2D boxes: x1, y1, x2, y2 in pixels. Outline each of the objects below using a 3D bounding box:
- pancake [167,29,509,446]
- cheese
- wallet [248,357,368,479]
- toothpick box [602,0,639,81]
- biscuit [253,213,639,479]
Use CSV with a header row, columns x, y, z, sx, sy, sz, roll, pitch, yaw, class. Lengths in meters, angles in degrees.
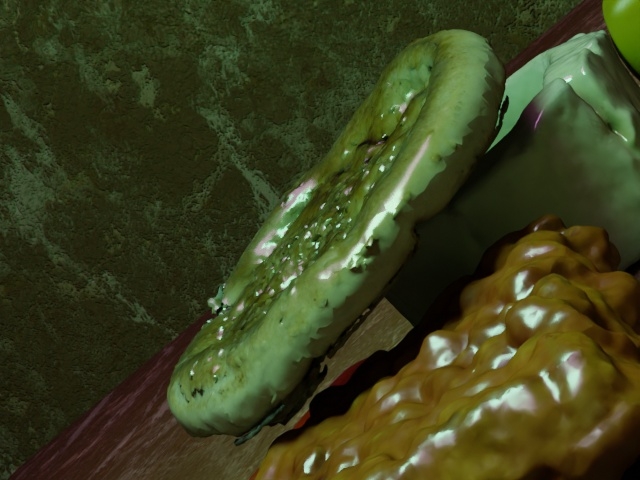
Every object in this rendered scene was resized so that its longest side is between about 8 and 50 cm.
x,y,z,sx,sy,sz,roll,pitch,yaw,class
0.001,0.001,0.993,0.382,0.071,0.382,-50,12,14,pancake
0.172,-0.036,1.093,0.292,0.153,0.332,-40,8,16,cheese
-0.001,0.186,1.133,0.204,0.045,0.142,-46,7,-35,wallet
0.391,-0.250,1.150,0.271,0.175,0.175,-40,6,39,toothpick box
0.076,0.128,0.783,0.318,0.110,0.312,-41,9,16,biscuit
